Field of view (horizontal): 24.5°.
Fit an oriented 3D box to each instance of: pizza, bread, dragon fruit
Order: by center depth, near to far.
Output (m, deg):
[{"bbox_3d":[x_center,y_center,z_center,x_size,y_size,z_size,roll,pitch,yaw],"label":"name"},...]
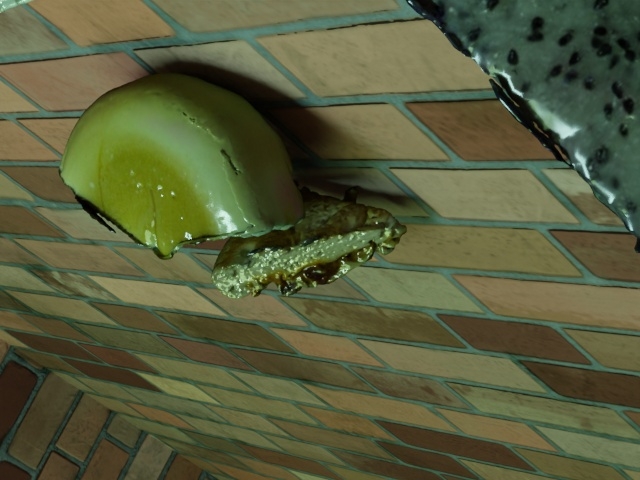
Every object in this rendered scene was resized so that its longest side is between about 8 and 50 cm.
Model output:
[{"bbox_3d":[0.199,-0.119,0.751,0.283,0.204,0.221,50,-163,9],"label":"dragon fruit"},{"bbox_3d":[-0.113,-0.077,1.367,0.261,0.156,0.158,35,-149,25],"label":"bread"},{"bbox_3d":[0.000,0.002,1.436,0.194,0.154,0.069,-1,123,31],"label":"pizza"}]

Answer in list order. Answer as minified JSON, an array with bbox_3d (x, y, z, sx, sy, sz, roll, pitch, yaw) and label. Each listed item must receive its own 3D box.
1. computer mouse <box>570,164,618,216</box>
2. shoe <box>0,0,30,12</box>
[{"bbox_3d":[0.258,-0.077,0.977,0.126,0.071,0.231,48,145,-16],"label":"computer mouse"},{"bbox_3d":[-0.237,-0.226,1.104,0.316,0.159,0.124,23,160,18],"label":"shoe"}]
